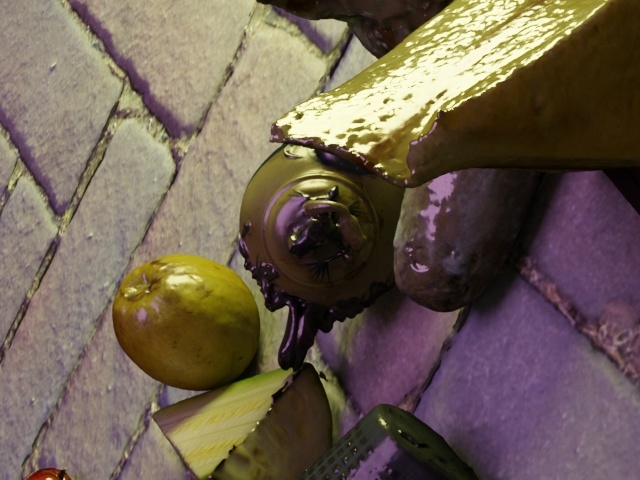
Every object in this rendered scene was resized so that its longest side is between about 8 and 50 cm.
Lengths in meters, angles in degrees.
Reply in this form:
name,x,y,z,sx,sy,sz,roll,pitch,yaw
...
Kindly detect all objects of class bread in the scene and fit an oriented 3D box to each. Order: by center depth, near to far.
name,x,y,z,sx,sy,sz,roll,pitch,yaw
bread,0.151,-0.160,1.440,0.233,0.361,0.245,1,91,50

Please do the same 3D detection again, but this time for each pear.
name,x,y,z,sx,sy,sz,roll,pitch,yaw
pear,-0.142,0.087,2.027,0.149,0.162,0.149,-30,44,34

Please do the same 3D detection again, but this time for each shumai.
name,x,y,z,sx,sy,sz,roll,pitch,yaw
shumai,0.056,-0.301,1.859,0.261,0.222,0.225,-53,34,26

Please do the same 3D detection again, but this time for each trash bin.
name,x,y,z,sx,sy,sz,roll,pitch,yaw
trash bin,0.051,0.238,1.646,0.161,0.175,0.175,-51,35,10

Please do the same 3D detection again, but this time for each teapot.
name,x,y,z,sx,sy,sz,roll,pitch,yaw
teapot,0.000,0.000,1.807,0.182,0.173,0.269,-42,-31,-83

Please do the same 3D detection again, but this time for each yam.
name,x,y,z,sx,sy,sz,roll,pitch,yaw
yam,0.148,-0.095,1.703,0.133,0.133,0.330,24,97,59

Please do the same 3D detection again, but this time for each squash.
name,x,y,z,sx,sy,sz,roll,pitch,yaw
squash,-0.111,0.239,1.920,0.288,0.111,0.203,-23,18,46

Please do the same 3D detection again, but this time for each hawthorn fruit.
name,x,y,z,sx,sy,sz,roll,pitch,yaw
hawthorn fruit,-0.333,0.312,2.286,0.077,0.077,0.077,-34,47,45

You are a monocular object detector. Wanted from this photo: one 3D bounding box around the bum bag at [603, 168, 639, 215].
name,x,y,z,sx,sy,sz,roll,pitch,yaw
bum bag,0.277,-0.090,1.592,0.109,0.026,0.159,-57,39,22
